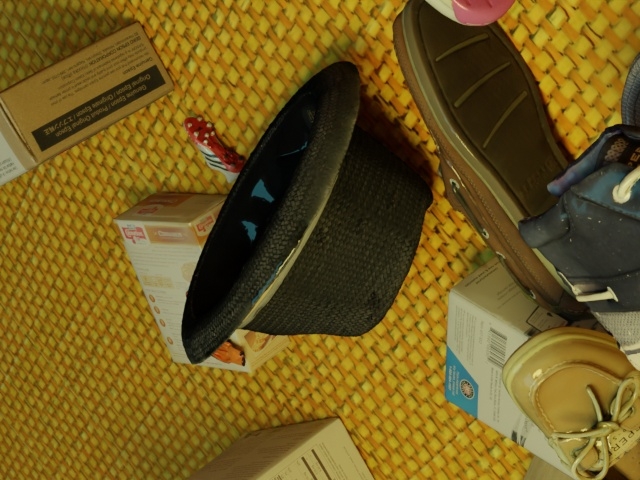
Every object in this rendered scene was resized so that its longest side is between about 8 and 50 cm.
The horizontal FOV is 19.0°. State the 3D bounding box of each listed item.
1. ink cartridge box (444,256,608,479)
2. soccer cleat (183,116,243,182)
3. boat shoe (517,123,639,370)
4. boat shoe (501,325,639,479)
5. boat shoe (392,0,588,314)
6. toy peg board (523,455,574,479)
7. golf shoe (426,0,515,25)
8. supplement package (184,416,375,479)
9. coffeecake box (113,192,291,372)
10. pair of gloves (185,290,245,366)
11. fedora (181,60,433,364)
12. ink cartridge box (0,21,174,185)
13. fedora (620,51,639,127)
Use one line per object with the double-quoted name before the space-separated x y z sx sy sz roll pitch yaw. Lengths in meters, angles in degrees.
"ink cartridge box" 0.208 0.120 1.721 0.191 0.082 0.139 30 139 31
"soccer cleat" -0.114 -0.094 1.989 0.083 0.029 0.035 42 141 11
"boat shoe" 0.263 -0.019 1.255 0.158 0.127 0.340 43 147 -8
"boat shoe" 0.262 0.167 1.579 0.285 0.104 0.089 35 -160 -33
"boat shoe" 0.141 -0.065 1.616 0.307 0.111 0.104 58 146 -4
"toy peg board" 0.267 0.271 1.803 0.160 0.079 0.161 55 150 30
"golf shoe" 0.052 -0.289 1.554 0.306 0.115 0.140 55 158 12
"supplement package" -0.075 0.353 2.116 0.199 0.263 0.198 -18 104 56
"coffeecake box" -0.130 0.044 2.093 0.142 0.068 0.185 4 121 49
"pair of gloves" -0.111 0.094 2.044 0.074 0.010 0.083 17 127 42
"fedora" 0.000 0.000 1.769 0.152 0.334 0.334 27 148 -12
"ink cartridge box" -0.296 -0.131 2.036 0.235 0.193 0.088 -18 104 56
"fedora" 0.321 -0.072 1.371 0.275 0.124 0.244 50 147 8
